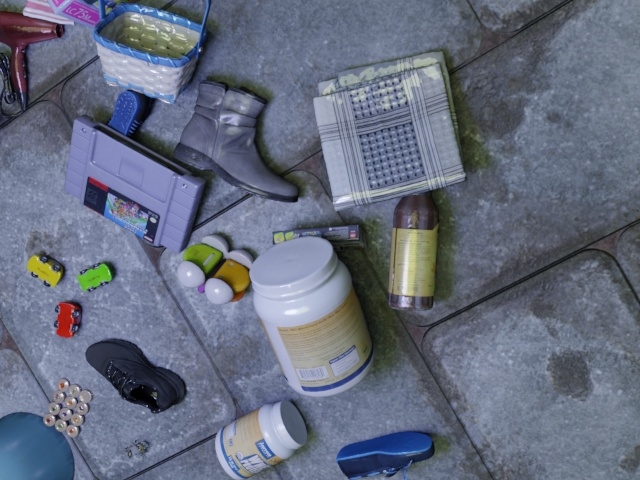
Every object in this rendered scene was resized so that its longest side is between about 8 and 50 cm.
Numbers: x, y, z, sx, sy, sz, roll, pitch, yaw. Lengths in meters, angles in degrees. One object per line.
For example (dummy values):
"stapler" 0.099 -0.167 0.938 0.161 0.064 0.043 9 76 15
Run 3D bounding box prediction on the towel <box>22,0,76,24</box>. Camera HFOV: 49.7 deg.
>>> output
"towel" -0.648 -0.636 1.707 0.144 0.029 0.197 13 85 11

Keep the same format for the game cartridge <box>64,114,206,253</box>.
"game cartridge" -0.471 -0.133 1.722 0.355 0.068 0.230 28 121 7

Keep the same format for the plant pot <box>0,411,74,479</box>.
"plant pot" -0.865 0.650 1.882 0.293 0.235 0.293 2 99 12

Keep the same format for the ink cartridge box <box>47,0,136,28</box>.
"ink cartridge box" -0.467 -0.621 1.611 0.311 0.186 0.065 -37 83 15

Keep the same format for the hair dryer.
"hair dryer" -0.774 -0.476 1.777 0.293 0.080 0.223 -33 106 21

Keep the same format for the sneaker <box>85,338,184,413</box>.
"sneaker" -0.498 0.354 1.808 0.286 0.130 0.109 25 105 9

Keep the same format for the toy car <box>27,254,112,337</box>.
"toy car" -0.642 0.119 1.840 0.225 0.053 0.239 -22 94 15

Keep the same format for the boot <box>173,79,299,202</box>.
"boot" -0.174 -0.241 1.652 0.338 0.118 0.222 25 98 3

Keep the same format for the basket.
"basket" -0.389 -0.480 1.575 0.255 0.201 0.289 20 139 -1

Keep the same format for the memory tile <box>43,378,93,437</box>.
"memory tile" -0.702 0.466 1.922 0.113 0.012 0.148 24 97 7

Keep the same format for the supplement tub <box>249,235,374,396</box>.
"supplement tub" -0.019 0.172 1.575 0.228 0.228 0.316 -11 120 14

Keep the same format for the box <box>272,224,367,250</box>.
"box" 0.000 0.000 1.645 0.207 0.114 0.036 -4 77 13

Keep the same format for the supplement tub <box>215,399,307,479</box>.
"supplement tub" -0.149 0.500 1.745 0.200 0.144 0.144 -31 91 16

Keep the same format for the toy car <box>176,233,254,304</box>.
"toy car" -0.262 0.086 1.719 0.182 0.159 0.136 30 140 6

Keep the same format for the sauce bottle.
"sauce bottle" 0.219 -0.013 1.594 0.111 0.111 0.344 5 93 12

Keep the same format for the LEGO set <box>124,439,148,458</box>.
"LEGO set" -0.499 0.570 1.901 0.083 0.023 0.054 -5 96 26

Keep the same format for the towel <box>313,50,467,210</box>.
"towel" 0.151 -0.253 1.558 0.312 0.056 0.324 -12 78 14

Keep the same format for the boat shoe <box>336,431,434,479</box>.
"boat shoe" 0.169 0.538 1.717 0.258 0.109 0.089 -16 103 31

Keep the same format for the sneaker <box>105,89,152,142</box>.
"sneaker" -0.486 -0.293 1.731 0.081 0.090 0.232 46 126 1
